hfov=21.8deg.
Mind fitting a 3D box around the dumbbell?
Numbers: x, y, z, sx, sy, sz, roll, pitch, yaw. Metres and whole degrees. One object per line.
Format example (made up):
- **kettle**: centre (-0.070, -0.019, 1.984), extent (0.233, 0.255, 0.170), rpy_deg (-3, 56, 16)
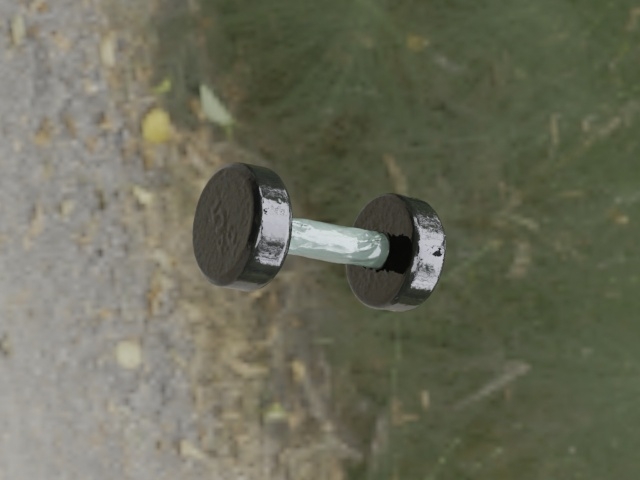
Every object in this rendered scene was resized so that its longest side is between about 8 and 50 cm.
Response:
- **dumbbell**: centre (0.000, 0.000, 1.337), extent (0.191, 0.100, 0.100), rpy_deg (11, 75, -35)
